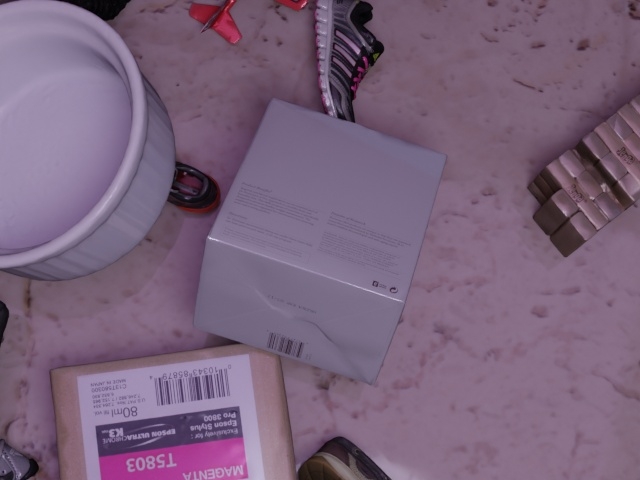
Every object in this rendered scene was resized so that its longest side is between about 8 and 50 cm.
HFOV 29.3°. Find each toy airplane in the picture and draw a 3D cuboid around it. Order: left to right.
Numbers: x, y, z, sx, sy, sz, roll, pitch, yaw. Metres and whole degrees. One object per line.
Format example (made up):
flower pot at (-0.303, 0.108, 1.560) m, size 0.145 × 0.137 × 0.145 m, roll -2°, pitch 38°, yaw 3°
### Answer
toy airplane at (-0.088, -0.285, 1.379) m, size 0.151 × 0.028 × 0.151 m, roll 0°, pitch 77°, yaw -1°

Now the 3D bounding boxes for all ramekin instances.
ramekin at (-0.282, -0.091, 1.242) m, size 0.277 × 0.135 × 0.277 m, roll -5°, pitch 73°, yaw 16°

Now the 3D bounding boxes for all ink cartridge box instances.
ink cartridge box at (-0.146, 0.212, 1.242) m, size 0.234 × 0.088 × 0.193 m, roll -8°, pitch 77°, yaw -5°

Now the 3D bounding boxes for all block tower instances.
block tower at (0.377, -0.123, 1.334) m, size 0.335 × 0.097 × 0.091 m, roll -37°, pitch 83°, yaw -11°

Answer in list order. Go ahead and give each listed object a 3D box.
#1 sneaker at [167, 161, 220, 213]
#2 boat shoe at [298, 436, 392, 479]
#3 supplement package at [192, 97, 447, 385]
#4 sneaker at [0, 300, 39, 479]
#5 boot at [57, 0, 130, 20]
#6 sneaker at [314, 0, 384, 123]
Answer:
sneaker at (-0.185, -0.073, 1.311) m, size 0.157 × 0.065 × 0.061 m, roll 10°, pitch 78°, yaw -1°
boat shoe at (0.078, 0.288, 1.242) m, size 0.223 × 0.080 × 0.073 m, roll 44°, pitch 47°, yaw 2°
supplement package at (0.000, 0.000, 1.225) m, size 0.194 × 0.149 × 0.203 m, roll 19°, pitch 49°, yaw 2°
sneaker at (-0.336, 0.183, 1.249) m, size 0.132 × 0.086 × 0.229 m, roll 25°, pitch 88°, yaw -2°
boot at (-0.352, -0.302, 1.255) m, size 0.260 × 0.131 × 0.348 m, roll 36°, pitch 44°, yaw 6°
sneaker at (0.034, -0.195, 1.348) m, size 0.074 × 0.063 × 0.170 m, roll -5°, pitch 73°, yaw 3°
